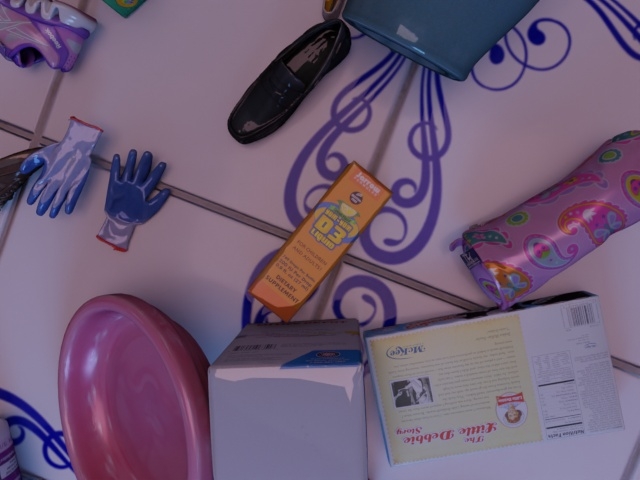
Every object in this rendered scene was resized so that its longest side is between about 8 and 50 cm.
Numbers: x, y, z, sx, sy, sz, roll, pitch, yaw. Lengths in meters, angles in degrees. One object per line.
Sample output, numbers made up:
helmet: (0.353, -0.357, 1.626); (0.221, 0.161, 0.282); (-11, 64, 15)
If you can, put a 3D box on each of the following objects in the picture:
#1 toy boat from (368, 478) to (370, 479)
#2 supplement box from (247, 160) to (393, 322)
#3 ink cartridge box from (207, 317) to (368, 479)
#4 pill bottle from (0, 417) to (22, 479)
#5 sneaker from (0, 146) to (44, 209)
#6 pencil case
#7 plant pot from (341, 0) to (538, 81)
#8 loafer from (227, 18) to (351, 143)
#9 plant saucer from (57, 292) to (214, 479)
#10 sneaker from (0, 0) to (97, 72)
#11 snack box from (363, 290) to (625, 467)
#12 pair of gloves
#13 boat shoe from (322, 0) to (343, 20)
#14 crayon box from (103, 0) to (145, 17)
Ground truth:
toy boat: (0.093, 0.489, 0.717); (0.267, 0.148, 0.318); (-21, 90, 5)
supplement box: (0.000, 0.000, 0.748); (0.078, 0.080, 0.233); (38, 92, 0)
ink cartridge box: (-0.028, 0.206, 0.677); (0.171, 0.232, 0.168); (-3, 93, 4)
pill bottle: (-0.505, 0.425, 0.750); (0.169, 0.169, 0.302); (-14, 91, 5)
sneaker: (-0.485, -0.082, 0.799); (0.188, 0.066, 0.071); (-19, 110, 7)
pencil case: (0.320, -0.027, 0.703); (0.284, 0.124, 0.124); (-33, 89, 6)
plant pot: (0.159, -0.349, 0.645); (0.271, 0.271, 0.255); (29, 107, 3)
loafer: (-0.048, -0.226, 0.744); (0.223, 0.078, 0.076); (-43, 88, 4)
plant saucer: (-0.237, 0.232, 0.706); (0.332, 0.084, 0.332); (5, 97, 40)
sneaker: (-0.451, -0.311, 0.770); (0.236, 0.095, 0.105); (18, 100, 3)
snack box: (0.235, 0.193, 0.743); (0.322, 0.060, 0.187); (-11, 90, 4)
pair of gloves: (-0.329, -0.082, 0.772); (0.198, 0.023, 0.159); (27, 98, -15)
boat shoe: (0.023, -0.367, 0.757); (0.035, 0.035, 0.100); (18, 93, 4)
crayon box: (-0.327, -0.415, 0.660); (0.081, 0.278, 0.165); (-39, 89, 5)
